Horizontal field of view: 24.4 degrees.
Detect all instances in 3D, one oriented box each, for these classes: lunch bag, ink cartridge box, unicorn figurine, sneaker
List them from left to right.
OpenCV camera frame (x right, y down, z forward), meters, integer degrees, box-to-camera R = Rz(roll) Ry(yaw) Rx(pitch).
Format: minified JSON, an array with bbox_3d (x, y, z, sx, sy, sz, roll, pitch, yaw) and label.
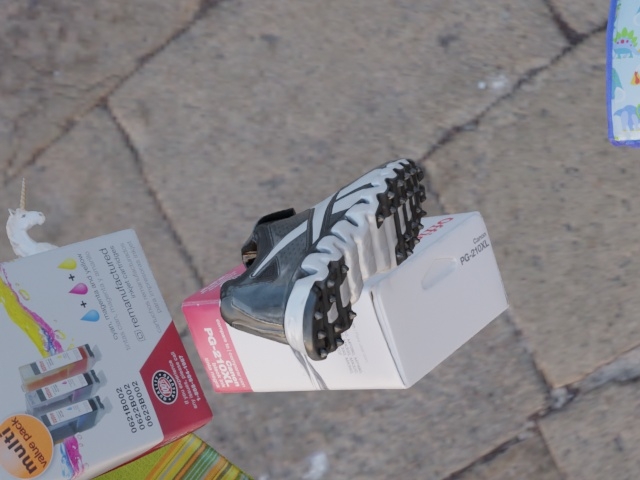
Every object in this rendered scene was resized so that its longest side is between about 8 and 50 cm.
[{"bbox_3d":[-0.182,0.087,0.847,0.127,0.176,0.128,-30,81,46],"label":"ink cartridge box"},{"bbox_3d":[-0.280,0.028,1.575,0.111,0.060,0.162,16,128,30],"label":"unicorn figurine"},{"bbox_3d":[0.000,0.000,1.082,0.106,0.234,0.078,7,123,25],"label":"sneaker"},{"bbox_3d":[0.023,0.057,1.335,0.237,0.172,0.100,-6,109,43],"label":"ink cartridge box"},{"bbox_3d":[0.317,-0.154,1.275,0.129,0.096,0.151,-1,70,40],"label":"lunch bag"}]

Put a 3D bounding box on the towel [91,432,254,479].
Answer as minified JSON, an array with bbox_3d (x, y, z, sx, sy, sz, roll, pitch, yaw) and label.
[{"bbox_3d":[-0.165,0.173,1.218,0.237,0.102,0.021,39,156,-7],"label":"towel"}]
